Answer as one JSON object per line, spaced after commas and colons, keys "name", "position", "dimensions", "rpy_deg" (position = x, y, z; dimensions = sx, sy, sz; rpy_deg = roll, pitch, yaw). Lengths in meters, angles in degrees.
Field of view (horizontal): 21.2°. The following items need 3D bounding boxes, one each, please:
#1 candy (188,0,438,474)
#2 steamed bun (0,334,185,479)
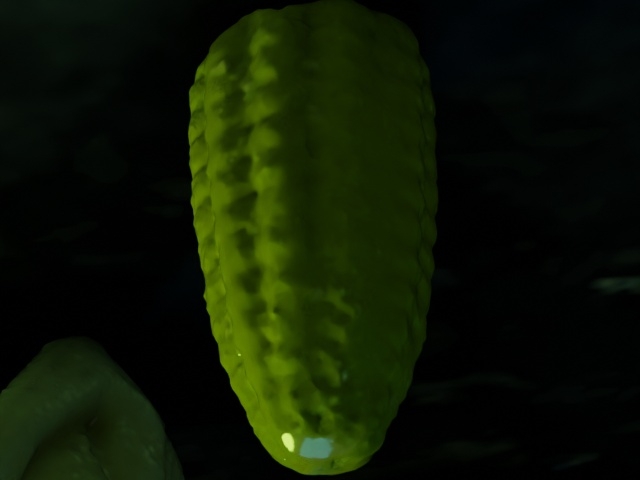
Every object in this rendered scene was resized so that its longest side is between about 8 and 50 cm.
{"name": "candy", "position": [0.000, 0.000, 0.670], "dimensions": [0.106, 0.199, 0.094], "rpy_deg": [23, 137, -31]}
{"name": "steamed bun", "position": [-0.270, 0.181, 0.932], "dimensions": [0.372, 0.230, 0.325], "rpy_deg": [-23, 180, 19]}
